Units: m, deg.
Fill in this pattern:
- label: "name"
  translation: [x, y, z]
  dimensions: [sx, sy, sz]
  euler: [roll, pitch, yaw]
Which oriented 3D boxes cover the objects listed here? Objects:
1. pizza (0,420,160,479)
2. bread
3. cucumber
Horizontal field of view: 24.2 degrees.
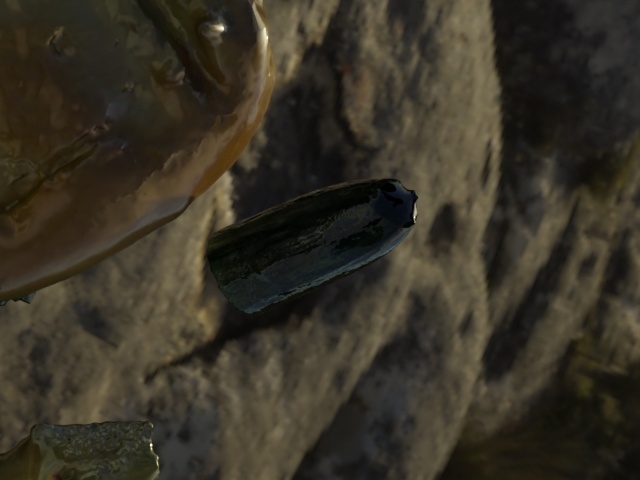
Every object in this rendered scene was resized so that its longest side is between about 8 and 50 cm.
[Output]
- label: "pizza"
  translation: [-0.203, 0.209, 1.053]
  dimensions: [0.204, 0.080, 0.188]
  euler: [2, 137, -10]
- label: "bread"
  translation: [-0.091, -0.098, 0.669]
  dimensions: [0.174, 0.133, 0.251]
  euler: [58, 34, -17]
- label: "cucumber"
  translation: [0.000, 0.000, 0.732]
  dimensions: [0.048, 0.105, 0.048]
  euler: [47, 31, -40]
